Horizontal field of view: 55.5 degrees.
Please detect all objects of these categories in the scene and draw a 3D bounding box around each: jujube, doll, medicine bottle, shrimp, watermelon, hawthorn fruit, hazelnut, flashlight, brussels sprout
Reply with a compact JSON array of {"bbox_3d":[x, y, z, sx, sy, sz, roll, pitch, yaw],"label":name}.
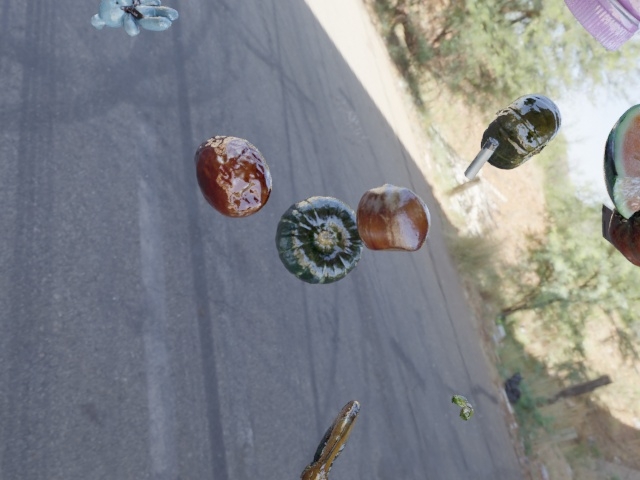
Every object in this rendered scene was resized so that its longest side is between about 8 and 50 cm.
[{"bbox_3d":[-0.223,-0.164,1.471,0.255,0.190,0.190,38,-10,50],"label":"jujube"},{"bbox_3d":[-0.393,-0.489,1.282,0.120,0.179,0.075,-63,152,-30],"label":"doll"},{"bbox_3d":[0.678,-0.558,1.263,0.178,0.290,0.178,25,43,-26],"label":"medicine bottle"},{"bbox_3d":[0.005,0.473,1.290,0.054,0.290,0.222,30,33,8],"label":"shrimp"},{"bbox_3d":[0.592,-0.175,1.177,0.146,0.128,0.231,19,73,-29],"label":"watermelon"},{"bbox_3d":[0.717,-0.014,1.260,0.235,0.181,0.181,28,38,-24],"label":"hawthorn fruit"},{"bbox_3d":[0.144,-0.044,1.199,0.143,0.154,0.143,-1,92,-40],"label":"hazelnut"},{"bbox_3d":[0.282,-0.143,1.068,0.018,0.083,0.018,16,42,-16],"label":"flashlight"},{"bbox_3d":[0.459,0.535,1.952,0.083,0.051,0.046,60,14,3],"label":"brussels sprout"}]

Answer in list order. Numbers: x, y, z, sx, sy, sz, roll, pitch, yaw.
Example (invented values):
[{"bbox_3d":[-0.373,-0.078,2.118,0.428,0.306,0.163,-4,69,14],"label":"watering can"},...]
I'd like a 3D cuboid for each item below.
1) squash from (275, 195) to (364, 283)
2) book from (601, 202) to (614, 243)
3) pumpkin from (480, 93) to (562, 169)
[{"bbox_3d":[0.000,0.000,1.706,0.165,0.252,0.252,179,-113,-82],"label":"squash"},{"bbox_3d":[0.897,-0.024,1.814,0.182,0.014,0.127,-112,-175,-60],"label":"book"},{"bbox_3d":[0.516,-0.283,1.580,0.157,0.223,0.223,51,16,14],"label":"pumpkin"}]
